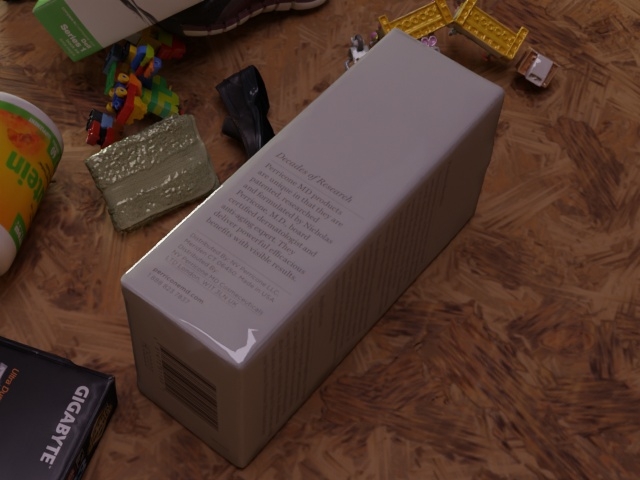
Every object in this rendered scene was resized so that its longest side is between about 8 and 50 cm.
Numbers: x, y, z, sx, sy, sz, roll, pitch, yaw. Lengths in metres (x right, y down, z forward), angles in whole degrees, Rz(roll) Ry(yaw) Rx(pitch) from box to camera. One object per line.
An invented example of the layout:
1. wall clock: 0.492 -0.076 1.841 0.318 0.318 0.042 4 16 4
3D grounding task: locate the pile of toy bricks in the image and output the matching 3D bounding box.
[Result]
1. pile of toy bricks: -0.220 -0.184 1.506 0.105 0.118 0.212 24 35 -21

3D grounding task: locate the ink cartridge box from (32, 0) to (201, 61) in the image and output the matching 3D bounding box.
1. ink cartridge box: -0.229 -0.336 1.486 0.219 0.092 0.160 -18 37 26

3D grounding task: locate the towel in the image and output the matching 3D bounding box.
1. towel: -0.200 -0.083 1.435 0.148 0.027 0.110 -27 98 -23

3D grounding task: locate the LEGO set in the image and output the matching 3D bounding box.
1. LEGO set: 0.169 -0.260 1.596 0.287 0.107 0.132 -4 90 -12

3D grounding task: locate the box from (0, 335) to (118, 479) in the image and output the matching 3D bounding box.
1. box: -0.400 0.226 1.214 0.293 0.073 0.295 17 57 9

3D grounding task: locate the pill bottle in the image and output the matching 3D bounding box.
1. pill bottle: -0.397 -0.039 1.356 0.136 0.136 0.245 13 56 5

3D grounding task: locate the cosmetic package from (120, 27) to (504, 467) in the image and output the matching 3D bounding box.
1. cosmetic package: 0.000 0.000 1.302 0.161 0.230 0.453 34 59 19

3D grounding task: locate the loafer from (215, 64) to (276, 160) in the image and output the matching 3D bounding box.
1. loafer: -0.094 -0.143 1.506 0.061 0.062 0.170 -18 52 10

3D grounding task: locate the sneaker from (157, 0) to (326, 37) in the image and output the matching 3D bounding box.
1. sneaker: -0.096 -0.375 1.569 0.281 0.162 0.106 -23 57 -31
